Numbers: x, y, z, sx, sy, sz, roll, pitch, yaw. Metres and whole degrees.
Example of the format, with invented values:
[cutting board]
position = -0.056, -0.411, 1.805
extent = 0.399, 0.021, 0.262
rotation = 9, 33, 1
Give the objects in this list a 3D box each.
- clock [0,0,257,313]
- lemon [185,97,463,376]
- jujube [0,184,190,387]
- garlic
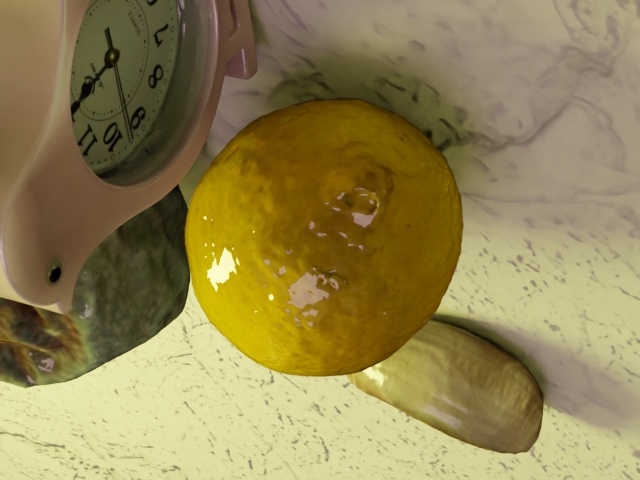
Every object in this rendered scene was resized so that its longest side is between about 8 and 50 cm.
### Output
[clock]
position = -0.155, -0.125, 0.884
extent = 0.080, 0.275, 0.290
rotation = 15, 146, 26
[lemon]
position = 0.000, 0.000, 1.046
extent = 0.188, 0.188, 0.257
rotation = 30, 154, -7
[jujube]
position = -0.227, -0.024, 1.159
extent = 0.246, 0.215, 0.308
rotation = -5, 141, 6
[garlic]
position = 0.104, 0.119, 1.264
extent = 0.195, 0.087, 0.101
rotation = 23, 163, -1
